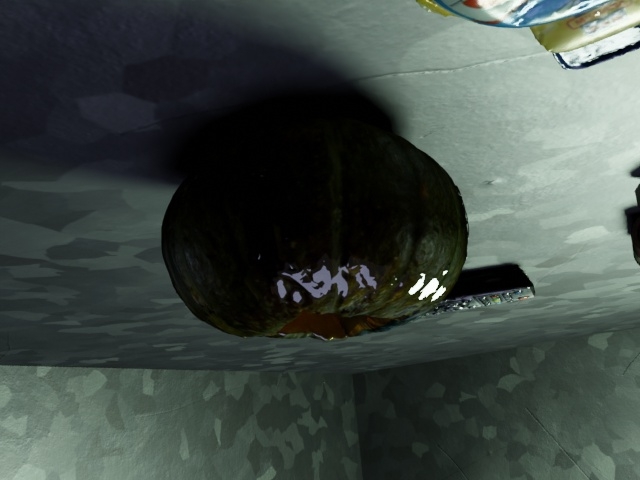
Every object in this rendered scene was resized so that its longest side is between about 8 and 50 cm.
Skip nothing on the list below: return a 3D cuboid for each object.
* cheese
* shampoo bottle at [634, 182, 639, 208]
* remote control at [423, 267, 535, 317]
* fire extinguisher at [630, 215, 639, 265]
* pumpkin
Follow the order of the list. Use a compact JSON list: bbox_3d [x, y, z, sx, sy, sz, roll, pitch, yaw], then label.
[{"bbox_3d":[0.145,-0.167,0.408,0.176,0.069,0.270,-17,161,34],"label":"cheese"},{"bbox_3d":[0.534,-0.060,0.934,0.227,0.056,0.086,2,164,-25],"label":"shampoo bottle"},{"bbox_3d":[0.242,0.121,1.455,0.398,0.062,0.144,-12,164,17],"label":"remote control"},{"bbox_3d":[0.556,0.024,1.160,0.071,0.099,0.231,10,171,27],"label":"fire extinguisher"},{"bbox_3d":[0.000,0.000,0.720,0.320,0.193,0.320,-6,162,-2],"label":"pumpkin"}]
